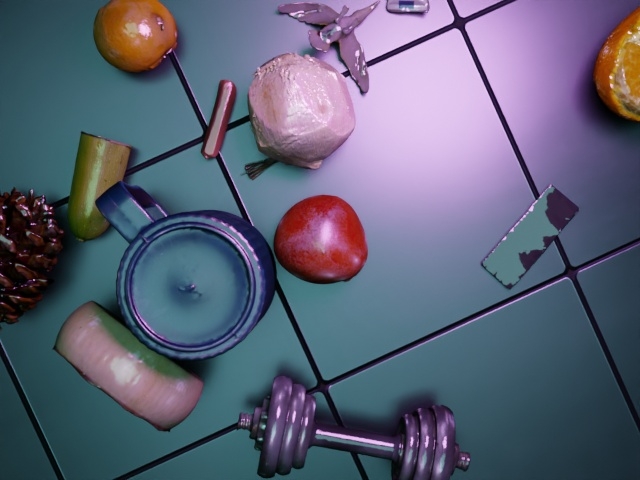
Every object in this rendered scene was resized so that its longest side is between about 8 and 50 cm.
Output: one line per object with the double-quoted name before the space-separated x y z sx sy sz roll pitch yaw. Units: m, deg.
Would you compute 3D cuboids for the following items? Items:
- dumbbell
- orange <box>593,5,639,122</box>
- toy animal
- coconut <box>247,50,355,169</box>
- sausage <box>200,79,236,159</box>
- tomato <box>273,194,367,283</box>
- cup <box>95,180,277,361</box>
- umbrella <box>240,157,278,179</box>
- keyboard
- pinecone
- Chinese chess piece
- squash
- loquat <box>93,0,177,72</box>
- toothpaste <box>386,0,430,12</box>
"dumbbell" 0.058 0.346 1.442 0.406 0.179 0.179 10 90 -2
"orange" 0.583 -0.313 1.457 0.179 0.158 0.237 39 94 -11
"toy animal" 0.050 -0.376 1.474 0.155 0.095 0.219 -39 93 3
"coconut" -0.032 -0.214 1.433 0.194 0.194 0.194 0 91 -2
"sausage" -0.182 -0.215 1.498 0.030 0.035 0.147 17 93 30
"tomato" 0.000 0.000 1.450 0.167 0.167 0.167 0 91 -2
"cup" -0.203 0.038 1.373 0.242 0.292 0.308 -13 92 -1
"umbrella" -0.106 -0.134 1.510 0.083 0.020 0.031 -26 92 -6
"keyboard" 0.383 -0.006 1.528 0.074 0.015 0.196 41 89 2
"pinecone" -0.555 0.032 1.403 0.224 0.224 0.272 42 85 -2
"Chinese chess piece" -0.316 0.207 1.389 0.257 0.257 0.104 37 79 -2
"squash" -0.396 -0.090 1.470 0.095 0.095 0.188 15 95 -2
"loquat" -0.319 -0.360 1.444 0.141 0.141 0.141 0 91 -2
"toothpaste" 0.166 -0.543 1.498 0.069 0.047 0.268 2 93 -20
